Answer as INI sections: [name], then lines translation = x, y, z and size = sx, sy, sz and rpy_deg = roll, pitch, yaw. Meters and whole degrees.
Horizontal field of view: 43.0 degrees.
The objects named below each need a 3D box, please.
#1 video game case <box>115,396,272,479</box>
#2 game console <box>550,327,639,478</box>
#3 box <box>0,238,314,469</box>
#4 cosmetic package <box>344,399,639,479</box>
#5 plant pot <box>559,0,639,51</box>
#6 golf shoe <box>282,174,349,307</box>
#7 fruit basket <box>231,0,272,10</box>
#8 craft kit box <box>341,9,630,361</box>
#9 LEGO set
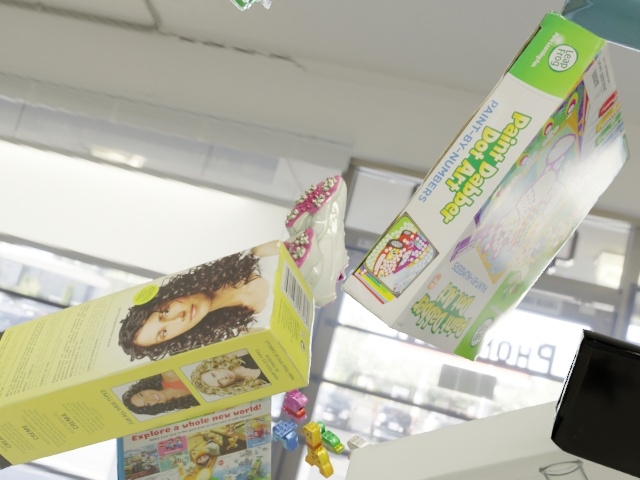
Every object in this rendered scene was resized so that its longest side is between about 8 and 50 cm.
[video game case]
translation = -0.096, 0.198, 0.632
size = 0.119, 0.166, 0.015
rpy_deg = -4, 17, -22
[game console]
translation = 0.388, 0.082, 0.832
size = 0.213, 0.361, 0.044
rpy_deg = 17, 12, 12
[box]
translation = -0.121, 0.077, 0.533
size = 0.232, 0.087, 0.058
rpy_deg = -19, -55, 16
[cosmetic package]
translation = 0.260, 0.361, 1.062
size = 0.377, 0.097, 0.284
rpy_deg = -21, -68, 24
[plant pot]
translation = 0.372, -0.260, 0.750
size = 0.234, 0.165, 0.166
rpy_deg = 23, -5, 8
[golf shoe]
translation = 0.000, 0.000, 1.555
size = 0.115, 0.306, 0.140
rpy_deg = -21, -59, 36
[fruit basket]
translation = -0.146, -0.537, 1.190
size = 0.165, 0.353, 0.327
rpy_deg = -28, 4, -10
[craft kit box]
translation = 0.151, -0.022, 0.668
size = 0.061, 0.246, 0.250
rpy_deg = 42, 6, 27
[LEGO set]
translation = -0.011, 0.328, 1.399
size = 0.227, 0.093, 0.087
rpy_deg = 26, 43, 38
